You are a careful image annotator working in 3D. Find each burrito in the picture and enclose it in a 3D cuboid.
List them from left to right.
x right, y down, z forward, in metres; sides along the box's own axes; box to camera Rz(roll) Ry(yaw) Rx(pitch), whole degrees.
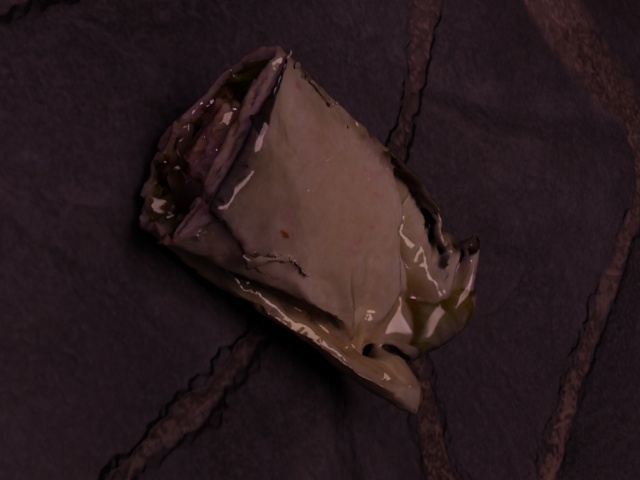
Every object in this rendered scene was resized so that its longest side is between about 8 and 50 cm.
[{"bbox_3d":[-0.002,0.003,1.356,0.332,0.135,0.190,42,60,-35],"label":"burrito"}]
